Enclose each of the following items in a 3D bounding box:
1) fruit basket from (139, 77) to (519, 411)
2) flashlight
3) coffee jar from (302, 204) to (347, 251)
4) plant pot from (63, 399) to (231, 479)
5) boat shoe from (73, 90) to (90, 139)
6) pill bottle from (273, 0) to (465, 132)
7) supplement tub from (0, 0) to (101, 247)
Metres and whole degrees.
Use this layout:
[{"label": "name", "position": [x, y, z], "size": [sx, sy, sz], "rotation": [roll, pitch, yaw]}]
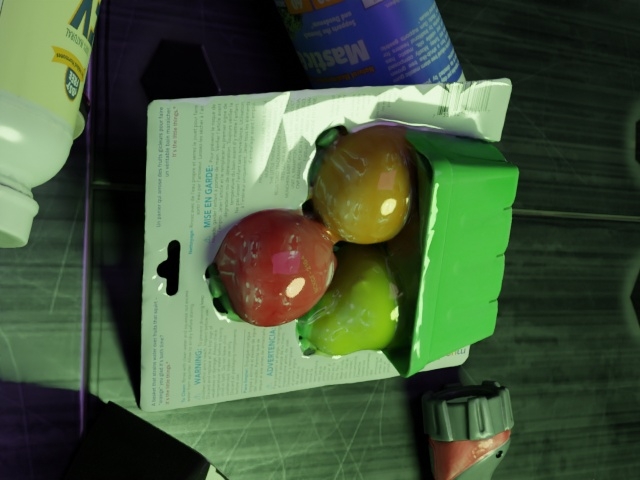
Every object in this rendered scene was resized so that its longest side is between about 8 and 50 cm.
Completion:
[{"label": "fruit basket", "position": [0.000, 0.000, 1.397], "size": [0.353, 0.165, 0.327], "rotation": [-4, 119, -15]}, {"label": "flashlight", "position": [0.182, 0.315, 1.658], "size": [0.103, 0.103, 0.304], "rotation": [-16, 100, -44]}, {"label": "coffee jar", "position": [-0.040, -0.058, 1.468], "size": [0.184, 0.079, 0.096], "rotation": [22, 85, -41]}, {"label": "plant pot", "position": [-0.145, 0.283, 1.315], "size": [0.167, 0.187, 0.188], "rotation": [-51, 123, -15]}, {"label": "boat shoe", "position": [-0.257, -0.146, 1.297], "size": [0.133, 0.049, 0.042], "rotation": [45, 28, -23]}, {"label": "pill bottle", "position": [0.060, -0.187, 1.510], "size": [0.152, 0.152, 0.272], "rotation": [-40, 115, -35]}, {"label": "supplement tub", "position": [-0.292, -0.173, 1.132], "size": [0.235, 0.235, 0.324], "rotation": [18, 78, -41]}]
